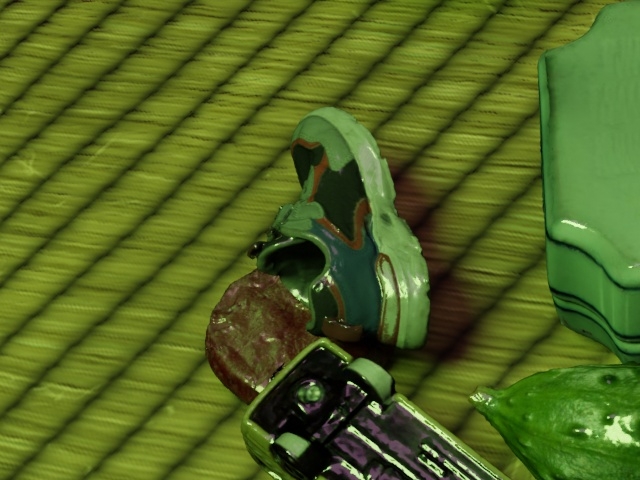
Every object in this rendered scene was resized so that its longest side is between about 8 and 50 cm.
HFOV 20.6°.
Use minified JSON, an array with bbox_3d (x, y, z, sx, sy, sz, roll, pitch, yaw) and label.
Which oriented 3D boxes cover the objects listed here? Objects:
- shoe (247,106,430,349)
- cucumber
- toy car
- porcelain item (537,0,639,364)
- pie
[{"bbox_3d":[0.000,0.000,1.351,0.126,0.099,0.227,-15,52,-13],"label":"shoe"},{"bbox_3d":[0.222,0.138,1.237,0.244,0.134,0.134,11,57,23],"label":"cucumber"},{"bbox_3d":[0.066,0.184,1.233,0.257,0.124,0.101,37,68,21],"label":"toy car"},{"bbox_3d":[0.309,-0.044,1.328,0.286,0.157,0.281,-6,51,8],"label":"porcelain item"},{"bbox_3d":[-0.015,0.073,1.383,0.154,0.036,0.154,-5,51,6],"label":"pie"}]
